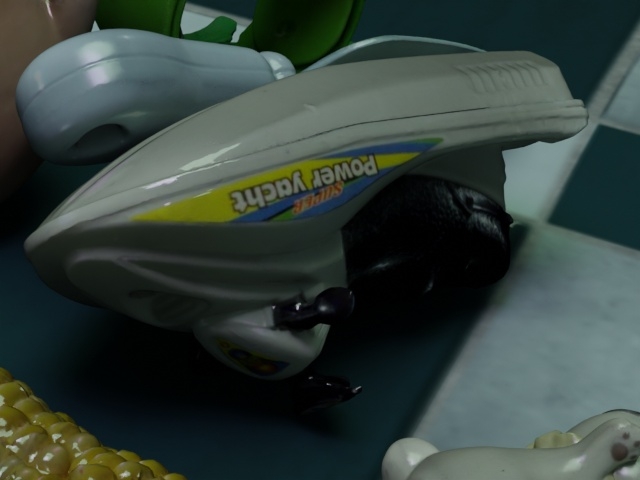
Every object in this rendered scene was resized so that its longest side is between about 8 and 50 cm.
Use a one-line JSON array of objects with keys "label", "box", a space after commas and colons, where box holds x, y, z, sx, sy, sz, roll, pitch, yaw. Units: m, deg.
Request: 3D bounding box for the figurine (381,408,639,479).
[{"label": "figurine", "box": [0.098, 0.111, 0.605, 0.146, 0.081, 0.098, -5, 78, -27]}]

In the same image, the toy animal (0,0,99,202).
[{"label": "toy animal", "box": [-0.221, -0.063, 0.722, 0.166, 0.154, 0.250, 43, 36, 18]}]

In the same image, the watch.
[{"label": "watch", "box": [-0.038, -0.128, 0.862, 0.165, 0.152, 0.131, -20, 40, -33]}]

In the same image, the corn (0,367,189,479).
[{"label": "corn", "box": [-0.049, 0.116, 0.524, 0.292, 0.101, 0.101, 21, 35, 18]}]

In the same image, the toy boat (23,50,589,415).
[{"label": "toy boat", "box": [0.001, -0.007, 0.712, 0.141, 0.140, 0.269, 27, 37, 28]}]

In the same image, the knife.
[{"label": "knife", "box": [0.005, -0.076, 0.794, 0.331, 0.080, 0.044, -7, 66, -41]}]
